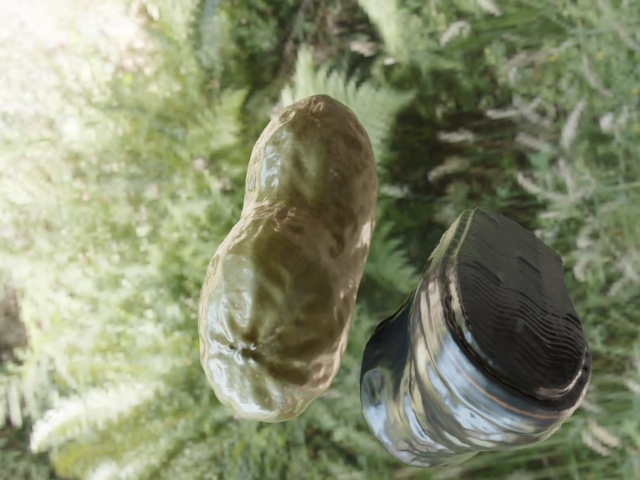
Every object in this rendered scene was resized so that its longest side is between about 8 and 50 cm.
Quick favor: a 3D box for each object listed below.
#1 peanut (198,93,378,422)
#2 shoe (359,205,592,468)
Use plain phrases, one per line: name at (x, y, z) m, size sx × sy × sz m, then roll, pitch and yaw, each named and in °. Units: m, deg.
peanut at (-0.037, 0.015, 1.406) m, size 0.192 × 0.169 × 0.387 m, roll 37°, pitch -118°, yaw -54°
shoe at (0.136, 0.126, 1.206) m, size 0.237 × 0.171 × 0.384 m, roll -60°, pitch 5°, yaw 19°
